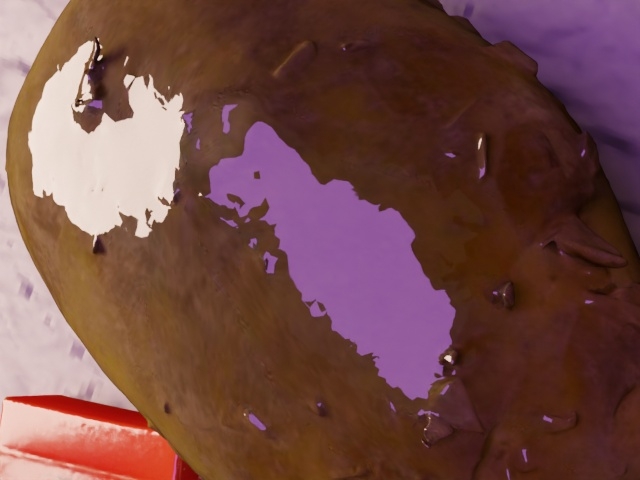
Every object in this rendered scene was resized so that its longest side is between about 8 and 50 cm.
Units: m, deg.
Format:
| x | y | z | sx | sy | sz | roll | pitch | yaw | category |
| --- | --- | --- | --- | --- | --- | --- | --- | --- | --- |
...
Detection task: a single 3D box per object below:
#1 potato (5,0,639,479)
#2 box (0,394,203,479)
| x | y | z | sx | sy | sz | roll | pitch | yaw | category |
| --- | --- | --- | --- | --- | --- | --- | --- | --- | --- |
| 0.000 | 0.000 | 0.669 | 0.296 | 0.141 | 0.192 | 35 | 108 | 27 | potato |
| -0.093 | 0.147 | 0.777 | 0.100 | 0.048 | 0.152 | 7 | 89 | 31 | box |
